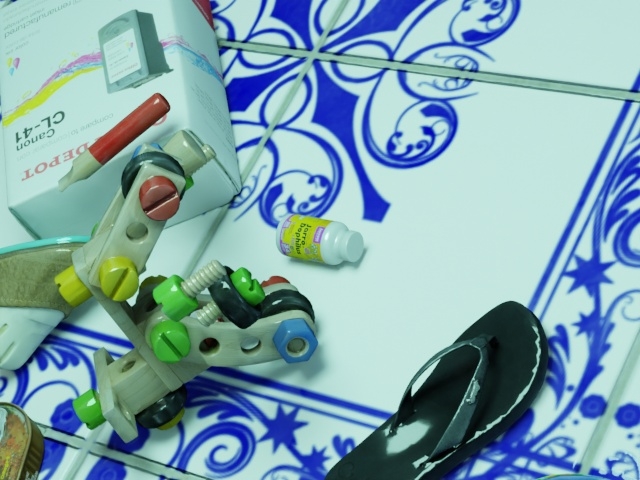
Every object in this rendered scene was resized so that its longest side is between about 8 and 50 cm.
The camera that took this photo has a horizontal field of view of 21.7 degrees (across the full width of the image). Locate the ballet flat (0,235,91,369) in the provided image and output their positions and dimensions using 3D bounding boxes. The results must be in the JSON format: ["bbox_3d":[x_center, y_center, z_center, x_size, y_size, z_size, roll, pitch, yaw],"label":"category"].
[{"bbox_3d":[-0.367,0.080,1.753,0.342,0.116,0.124,-9,72,24],"label":"ballet flat"}]

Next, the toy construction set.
[{"bbox_3d":[-0.178,0.039,1.578,0.237,0.257,0.309,-37,53,10],"label":"toy construction set"}]

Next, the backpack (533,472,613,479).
[{"bbox_3d":[0.140,0.337,1.166,0.290,0.273,0.355,35,58,9],"label":"backpack"}]

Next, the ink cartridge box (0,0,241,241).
[{"bbox_3d":[-0.226,-0.156,1.824,0.226,0.131,0.306,-23,49,13],"label":"ink cartridge box"}]

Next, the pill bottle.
[{"bbox_3d":[0.000,0.000,1.642,0.083,0.043,0.043,10,61,34],"label":"pill bottle"}]

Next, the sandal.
[{"bbox_3d":[0.104,0.152,1.459,0.254,0.054,0.097,-46,47,-9],"label":"sandal"}]

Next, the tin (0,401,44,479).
[{"bbox_3d":[-0.334,0.249,1.642,0.106,0.040,0.190,-3,54,22],"label":"tin"}]
